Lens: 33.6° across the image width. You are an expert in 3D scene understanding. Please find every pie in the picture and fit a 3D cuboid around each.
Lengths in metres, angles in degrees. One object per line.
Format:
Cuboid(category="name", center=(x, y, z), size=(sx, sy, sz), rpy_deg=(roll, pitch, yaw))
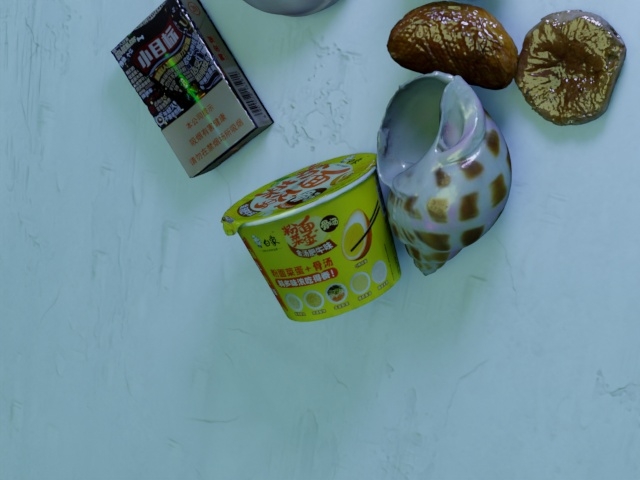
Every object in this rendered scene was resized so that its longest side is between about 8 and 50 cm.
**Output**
Cuboid(category="pie", center=(0.410, -0.288, 1.770), size=(0.195, 0.046, 0.195), rpy_deg=(8, 107, 27))

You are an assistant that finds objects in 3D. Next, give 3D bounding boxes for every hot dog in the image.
Cuboid(category="hot dog", center=(0.226, -0.325, 1.790), size=(0.227, 0.160, 0.099), rpy_deg=(14, 66, 11))

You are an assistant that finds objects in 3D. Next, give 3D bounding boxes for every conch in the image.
Cuboid(category="conch", center=(0.206, -0.103, 1.841), size=(0.249, 0.197, 0.368), rpy_deg=(33, 109, 26))

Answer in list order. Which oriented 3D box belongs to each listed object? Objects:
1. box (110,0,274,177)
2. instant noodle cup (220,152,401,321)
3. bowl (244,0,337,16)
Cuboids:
Cuboid(category="box", center=(-0.252, -0.305, 2.095), size=(0.198, 0.084, 0.310), rpy_deg=(-33, 88, 31))
Cuboid(category="instant noodle cup", center=(0.000, 0.000, 1.939), size=(0.311, 0.311, 0.221), rpy_deg=(-13, 106, 30))
Cuboid(category="bowl", center=(-0.083, -0.524, 1.871), size=(0.287, 0.144, 0.287), rpy_deg=(19, 127, 28))
